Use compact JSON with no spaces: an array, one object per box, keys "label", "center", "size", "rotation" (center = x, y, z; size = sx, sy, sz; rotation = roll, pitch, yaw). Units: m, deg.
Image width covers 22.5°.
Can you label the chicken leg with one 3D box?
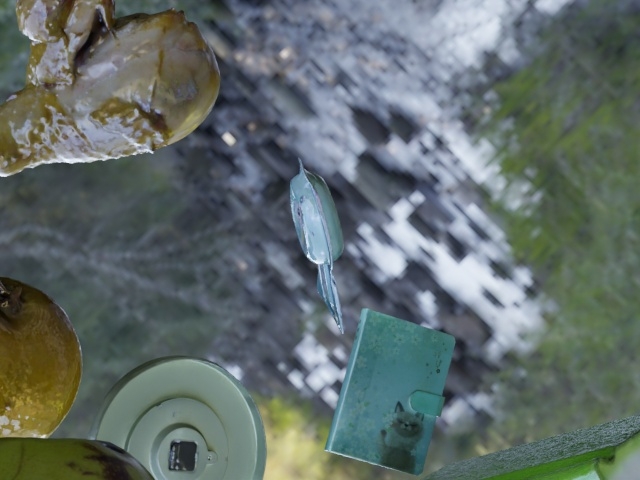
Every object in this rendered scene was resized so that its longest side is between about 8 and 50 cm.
[{"label":"chicken leg","center":[-0.329,-0.200,1.978],"size":[0.182,0.409,0.295],"rotation":[33,148,55]}]

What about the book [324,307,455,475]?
[{"label":"book","center":[0.068,0.140,1.471],"size":[0.103,0.135,0.017],"rotation":[19,171,-21]}]

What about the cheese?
[{"label":"cheese","center":[0.000,0.000,1.083],"size":[0.067,0.026,0.120],"rotation":[-117,13,-58]}]

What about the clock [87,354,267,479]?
[{"label":"clock","center":[-0.168,0.254,1.904],"size":[0.235,0.235,0.029],"rotation":[49,156,-24]}]

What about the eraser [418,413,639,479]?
[{"label":"eraser","center":[0.193,0.239,1.458],"size":[0.210,0.274,0.092],"rotation":[-17,-91,-54]}]

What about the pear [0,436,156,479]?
[{"label":"pear","center":[-0.243,0.307,1.434],"size":[0.283,0.283,0.283],"rotation":[44,171,8]}]

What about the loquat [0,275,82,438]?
[{"label":"loquat","center":[-0.360,0.133,1.720],"size":[0.208,0.208,0.208],"rotation":[44,171,8]}]
